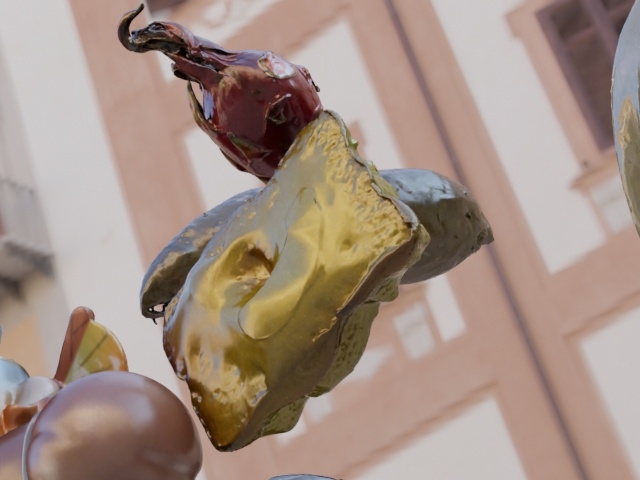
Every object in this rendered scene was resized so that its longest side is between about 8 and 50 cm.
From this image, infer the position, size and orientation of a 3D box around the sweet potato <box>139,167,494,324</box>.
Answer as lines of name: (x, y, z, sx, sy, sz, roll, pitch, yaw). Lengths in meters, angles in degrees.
sweet potato: (-0.003, -0.005, 1.860, 0.423, 0.130, 0.130, -8, -32, -29)

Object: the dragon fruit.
dragon fruit: (-0.069, -0.116, 1.366, 0.190, 0.094, 0.094, 39, -59, -20)

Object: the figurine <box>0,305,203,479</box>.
figurine: (-0.254, 0.177, 1.414, 0.276, 0.388, 0.248, -46, -41, -6)

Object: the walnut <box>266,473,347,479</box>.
walnut: (0.013, 0.257, 1.414, 0.137, 0.137, 0.245, -30, -40, 17)

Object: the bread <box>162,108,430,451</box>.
bread: (-0.017, 0.036, 1.293, 0.088, 0.160, 0.233, 30, -67, -37)

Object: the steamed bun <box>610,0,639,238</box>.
steamed bun: (0.311, -0.086, 0.948, 0.368, 0.255, 0.342, -8, -76, -31)
